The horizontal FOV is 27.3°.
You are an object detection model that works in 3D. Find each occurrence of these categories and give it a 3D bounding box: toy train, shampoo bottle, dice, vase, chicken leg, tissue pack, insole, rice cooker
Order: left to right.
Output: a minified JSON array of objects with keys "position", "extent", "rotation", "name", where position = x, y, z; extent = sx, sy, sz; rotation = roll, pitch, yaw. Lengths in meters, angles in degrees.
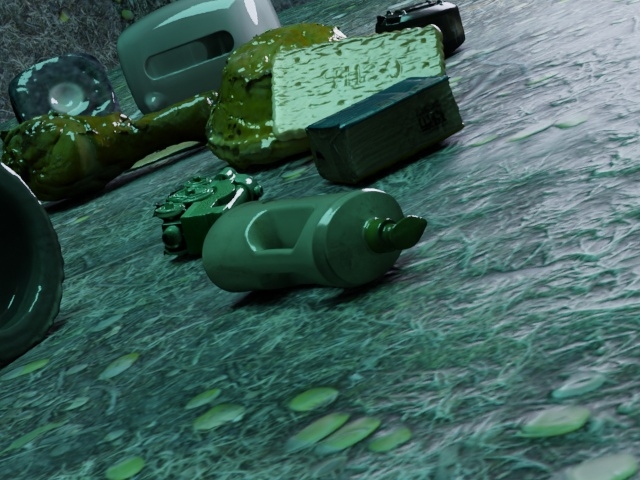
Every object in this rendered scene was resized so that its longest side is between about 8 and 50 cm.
[{"position":[-0.473,0.054,1.514],"extent":[0.291,0.245,0.245],"rotation":[-21,12,39],"name":"vase"},{"position":[-0.472,-0.232,2.468],"extent":[0.181,0.182,0.183],"rotation":[-21,-14,-13],"name":"dice"},{"position":[-0.346,-0.175,2.269],"extent":[0.429,0.153,0.201],"rotation":[-16,8,-3],"name":"chicken leg"},{"position":[-0.239,-0.172,2.356],"extent":[0.247,0.011,0.081],"rotation":[-20,15,7],"name":"insole"},{"position":[-0.240,-0.378,2.661],"extent":[0.333,0.229,0.236],"rotation":[-18,13,11],"name":"tissue pack"},{"position":[-0.136,-0.037,1.619],"extent":[0.104,0.071,0.178],"rotation":[-8,19,18],"name":"toy train"},{"position":[0.000,0.000,1.257],"extent":[0.118,0.087,0.234],"rotation":[-29,16,-39],"name":"shampoo bottle"},{"position":[0.080,-0.140,1.651],"extent":[0.169,0.082,0.120],"rotation":[-27,15,-20],"name":"tissue pack"},{"position":[0.168,-0.353,2.258],"extent":[0.165,0.106,0.112],"rotation":[-16,15,-23],"name":"rice cooker"}]

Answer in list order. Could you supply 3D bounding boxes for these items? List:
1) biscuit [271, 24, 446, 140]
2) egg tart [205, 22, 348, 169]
[{"position":[0.053,-0.219,1.843],"extent":[0.249,0.030,0.160],"rotation":[-9,59,10],"name":"biscuit"},{"position":[-0.045,-0.240,2.010],"extent":[0.341,0.132,0.341],"rotation":[-17,30,10],"name":"egg tart"}]
